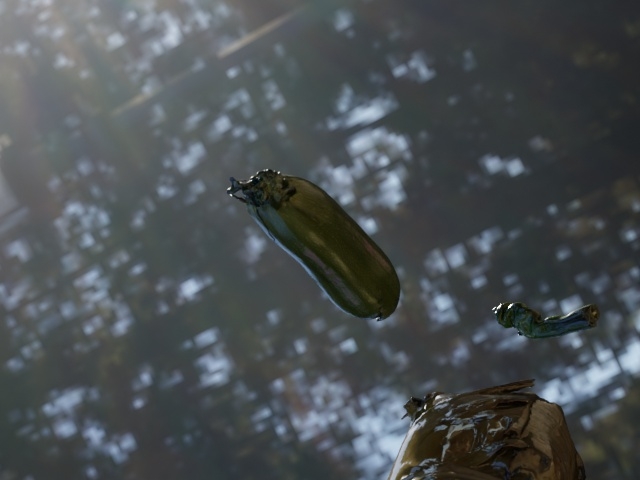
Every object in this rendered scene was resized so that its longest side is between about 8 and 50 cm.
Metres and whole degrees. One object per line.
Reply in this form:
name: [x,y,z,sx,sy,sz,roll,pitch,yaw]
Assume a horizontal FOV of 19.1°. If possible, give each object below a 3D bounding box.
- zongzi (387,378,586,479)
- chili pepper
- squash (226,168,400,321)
zongzi: [0.061,0.182,0.843,0.197,0.099,0.194,-58,-33,-64]
chili pepper: [0.154,0.056,1.321,0.022,0.083,0.027,11,-98,-56]
squash: [0.000,0.000,1.241,0.183,0.052,0.052,42,-151,-47]
